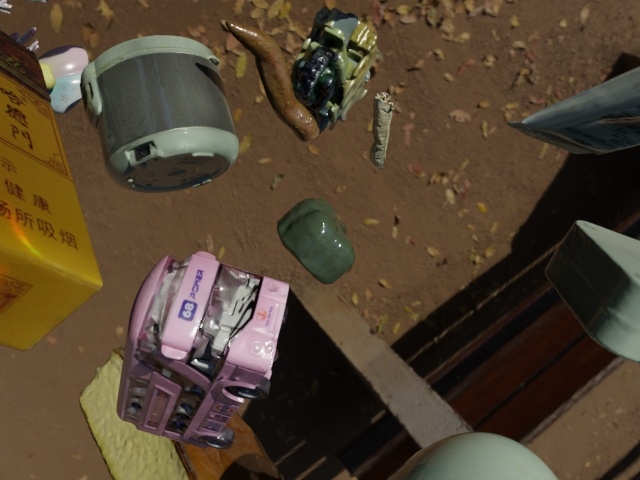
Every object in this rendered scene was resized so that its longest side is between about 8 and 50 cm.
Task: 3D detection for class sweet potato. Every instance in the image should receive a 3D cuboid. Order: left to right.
[{"bbox_3d":[-0.086,-0.310,1.132,0.067,0.059,0.281,-26,126,6],"label":"sweet potato"}]

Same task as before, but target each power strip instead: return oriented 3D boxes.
[{"bbox_3d":[0.376,0.074,0.570,0.229,0.261,0.141,19,114,-9],"label":"power strip"}]

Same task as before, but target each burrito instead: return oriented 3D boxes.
[{"bbox_3d":[0.122,-0.220,1.220,0.041,0.045,0.186,-2,137,-3],"label":"burrito"}]

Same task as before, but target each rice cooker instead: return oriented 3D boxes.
[{"bbox_3d":[-0.324,-0.256,1.218,0.288,0.288,0.277,-13,79,-20],"label":"rice cooker"}]

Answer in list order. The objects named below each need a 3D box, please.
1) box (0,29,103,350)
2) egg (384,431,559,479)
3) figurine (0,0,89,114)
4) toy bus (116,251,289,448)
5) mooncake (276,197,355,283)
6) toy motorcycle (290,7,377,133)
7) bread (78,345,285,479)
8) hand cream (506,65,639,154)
[{"bbox_3d":[-0.385,-0.116,0.570,0.115,0.415,0.264,-39,143,12],"label":"box"},{"bbox_3d":[0.124,0.315,0.523,0.371,0.229,0.230,-35,139,-58],"label":"egg"},{"bbox_3d":[-0.582,-0.389,1.152,0.284,0.207,0.315,-14,168,18],"label":"figurine"},{"bbox_3d":[-0.081,0.082,0.384,0.090,0.063,0.203,20,145,-10],"label":"toy bus"},{"bbox_3d":[0.000,0.000,1.115,0.104,0.175,0.168,-37,144,8],"label":"mooncake"},{"bbox_3d":[0.026,-0.379,1.396,0.168,0.410,0.237,29,89,4],"label":"toy motorcycle"},{"bbox_3d":[-0.218,0.359,1.017,0.143,0.323,0.333,-43,149,-2],"label":"bread"},{"bbox_3d":[0.303,-0.121,0.401,0.124,0.340,0.078,7,76,-38],"label":"hand cream"}]
